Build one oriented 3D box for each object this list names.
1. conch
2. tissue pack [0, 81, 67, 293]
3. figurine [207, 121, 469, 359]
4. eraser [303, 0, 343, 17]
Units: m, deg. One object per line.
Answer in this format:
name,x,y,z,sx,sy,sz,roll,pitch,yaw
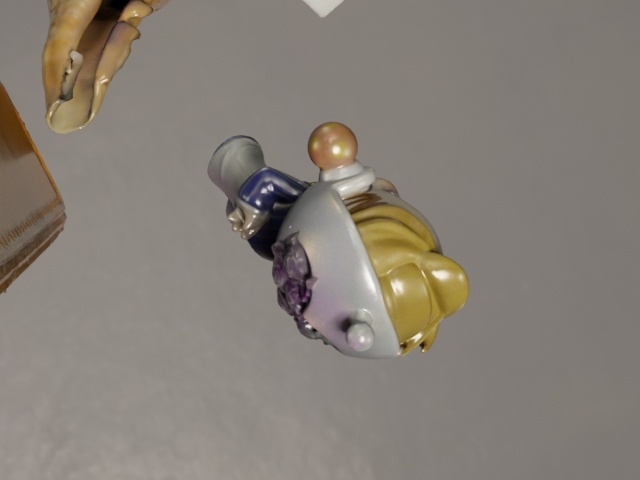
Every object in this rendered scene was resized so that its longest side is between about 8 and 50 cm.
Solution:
conch,-0.122,-0.152,0.891,0.109,0.330,0.093,23,132,-22
tissue pack,-0.205,-0.019,0.548,0.194,0.145,0.274,-22,-173,-2
figurine,-0.004,-0.010,1.293,0.133,0.274,0.194,-31,146,-20
eraser,-0.003,-0.277,1.253,0.124,0.210,0.068,-39,136,14
